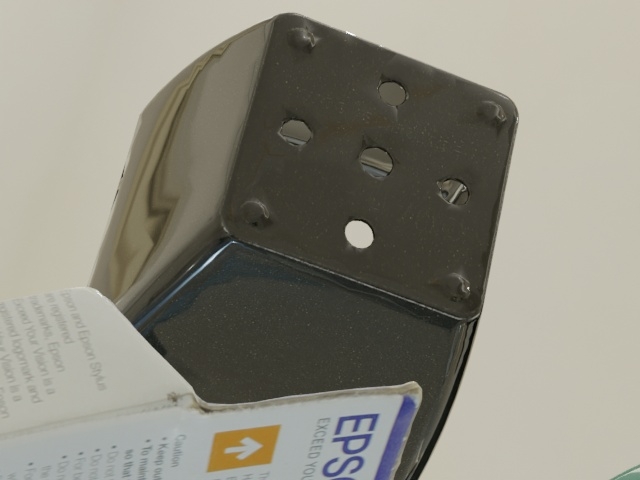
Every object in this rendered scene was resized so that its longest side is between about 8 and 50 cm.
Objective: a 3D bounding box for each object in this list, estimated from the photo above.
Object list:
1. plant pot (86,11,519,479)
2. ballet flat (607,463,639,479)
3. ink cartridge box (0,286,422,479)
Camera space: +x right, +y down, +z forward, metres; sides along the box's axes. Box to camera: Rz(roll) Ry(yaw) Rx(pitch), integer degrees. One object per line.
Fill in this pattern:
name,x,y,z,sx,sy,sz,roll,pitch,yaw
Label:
plant pot,0.000,0.000,0.953,0.167,0.188,0.187,129,-21,-57
ballet flat,0.235,0.148,1.054,0.342,0.124,0.116,-40,-162,-1
ink cartridge box,-0.104,0.102,0.477,0.223,0.224,0.045,105,-31,-47
